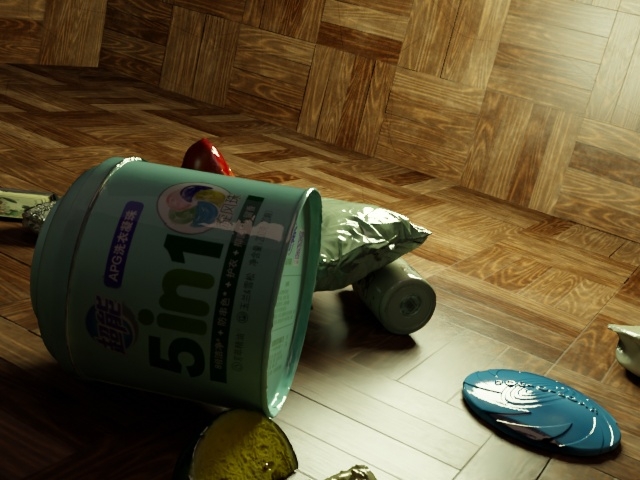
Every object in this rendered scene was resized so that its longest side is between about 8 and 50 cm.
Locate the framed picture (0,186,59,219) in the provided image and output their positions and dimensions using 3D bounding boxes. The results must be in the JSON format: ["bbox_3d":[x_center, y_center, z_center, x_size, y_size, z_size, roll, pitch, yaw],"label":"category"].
[{"bbox_3d":[-0.596,-0.071,1.646,0.200,0.010,0.195,6,18,-25],"label":"framed picture"}]

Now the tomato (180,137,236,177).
[{"bbox_3d":[-0.216,-0.078,1.706,0.233,0.140,0.200,54,3,-43],"label":"tomato"}]

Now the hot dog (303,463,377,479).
[{"bbox_3d":[0.023,0.290,0.787,0.146,0.103,0.213,-11,11,-9],"label":"hot dog"}]

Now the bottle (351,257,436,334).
[{"bbox_3d":[0.116,0.075,1.552,0.110,0.109,0.233,7,18,-21],"label":"bottle"}]

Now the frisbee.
[{"bbox_3d":[0.334,0.243,1.286,0.242,0.045,0.242,11,16,-3],"label":"frisbee"}]

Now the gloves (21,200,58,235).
[{"bbox_3d":[-0.457,-0.037,1.534,0.153,0.070,0.114,3,20,-27],"label":"gloves"}]

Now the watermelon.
[{"bbox_3d":[-0.098,0.227,0.927,0.092,0.075,0.182,28,20,30],"label":"watermelon"}]

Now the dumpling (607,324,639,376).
[{"bbox_3d":[0.585,0.197,1.549,0.150,0.092,0.176,25,18,26],"label":"dumpling"}]

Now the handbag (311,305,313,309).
[{"bbox_3d":[-0.166,0.079,1.349,0.254,0.088,0.211,5,9,-45],"label":"handbag"}]

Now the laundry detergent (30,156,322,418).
[{"bbox_3d":[-0.176,0.050,1.057,0.305,0.287,0.287,10,16,7],"label":"laundry detergent"}]

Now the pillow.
[{"bbox_3d":[0.000,0.000,1.488,0.284,0.138,0.310,-15,17,-41],"label":"pillow"}]
